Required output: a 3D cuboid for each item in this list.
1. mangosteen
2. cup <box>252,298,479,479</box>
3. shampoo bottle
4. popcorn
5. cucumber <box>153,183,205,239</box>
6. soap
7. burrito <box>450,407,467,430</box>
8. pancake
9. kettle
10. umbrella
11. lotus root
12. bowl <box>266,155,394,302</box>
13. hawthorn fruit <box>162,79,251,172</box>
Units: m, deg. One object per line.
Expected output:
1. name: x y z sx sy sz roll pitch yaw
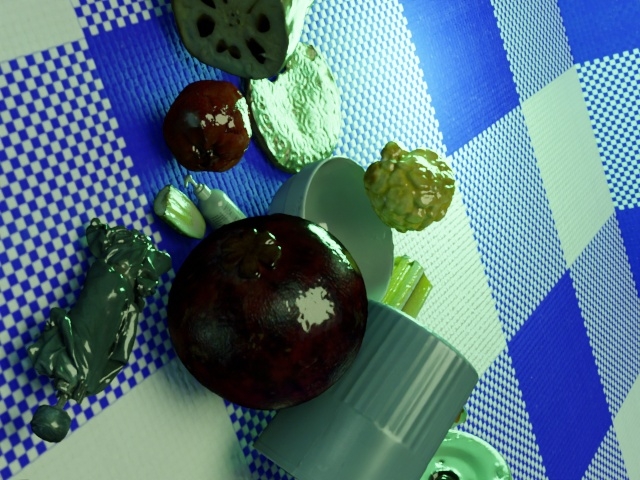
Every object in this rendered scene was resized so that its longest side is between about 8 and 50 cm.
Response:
1. mangosteen: -0.071 0.127 1.559 0.360 0.306 0.306 71 31 -48
2. cup: 0.103 0.303 1.672 0.331 0.256 0.311 42 77 -32
3. shampoo bottle: -0.163 -0.044 1.665 0.195 0.056 0.056 51 44 -35
4. popcorn: 0.160 -0.098 1.810 0.180 0.170 0.180 -11 106 -44
5. cucumber: -0.224 -0.035 1.597 0.107 0.035 0.067 45 37 -46
6. soap: 0.127 0.117 1.959 0.232 0.140 0.073 -53 127 -46
7. burrito: 0.235 0.303 2.143 0.104 0.054 0.288 -52 124 -44
8. pancake: -0.051 -0.258 1.899 0.286 0.033 0.288 36 54 -43
9. kettle: 0.208 0.582 1.902 0.319 0.247 0.342 -27 129 -31
10. umbrella: -0.315 0.122 1.379 0.143 0.094 0.349 35 46 -22
11. lotus root: -0.097 -0.451 1.706 0.250 0.250 0.346 57 41 -29
12. bowl: 0.000 0.000 1.806 0.287 0.143 0.287 18 67 -51
13. hawthorn fruit: -0.177 -0.193 1.616 0.148 0.148 0.172 45 36 -39
